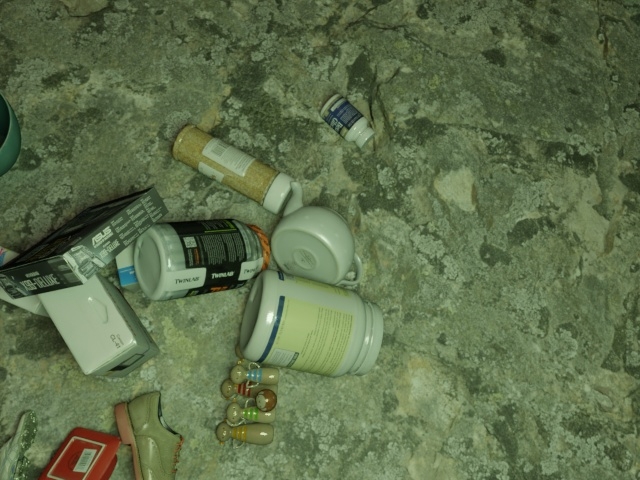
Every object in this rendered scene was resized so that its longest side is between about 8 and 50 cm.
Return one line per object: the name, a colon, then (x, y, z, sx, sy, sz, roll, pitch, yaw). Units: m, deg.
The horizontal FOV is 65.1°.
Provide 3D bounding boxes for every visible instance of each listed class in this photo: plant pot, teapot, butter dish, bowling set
plant pot: (-0.951, -0.270, 1.370, 0.289, 0.195, 0.291, 1, 75, -5)
teapot: (0.000, 0.000, 1.406, 0.252, 0.256, 0.187, 19, 43, 18)
butter dish: (-0.573, 0.566, 1.236, 0.159, 0.118, 0.160, 4, 43, 20)
bowling set: (-0.186, 0.384, 1.287, 0.154, 0.200, 0.287, 5, 71, -4)

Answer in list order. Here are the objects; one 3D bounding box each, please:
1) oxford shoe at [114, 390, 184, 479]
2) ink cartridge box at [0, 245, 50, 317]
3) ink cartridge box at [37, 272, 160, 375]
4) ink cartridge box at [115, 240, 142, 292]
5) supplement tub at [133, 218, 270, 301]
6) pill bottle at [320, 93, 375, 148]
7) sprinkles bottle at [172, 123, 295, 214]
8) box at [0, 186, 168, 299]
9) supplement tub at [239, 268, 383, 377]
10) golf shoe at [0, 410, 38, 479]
oxford shoe: (-0.397, 0.550, 1.255, 0.130, 0.123, 0.349, -23, 80, -17)
ink cartridge box: (-0.785, 0.094, 1.289, 0.278, 0.201, 0.117, 24, 75, 0)
ink cartridge box: (-0.529, 0.209, 1.232, 0.131, 0.306, 0.226, -34, 80, -14)
ink cartridge box: (-0.512, 0.017, 1.374, 0.077, 0.134, 0.231, -14, 78, -9)
supplement tub: (-0.300, 0.042, 1.306, 0.315, 0.193, 0.194, -6, 73, -42)
pill bottle: (0.088, -0.367, 1.563, 0.169, 0.094, 0.094, 44, 75, 6)
sprinkles bottle: (-0.252, -0.209, 1.470, 0.355, 0.121, 0.121, 29, 74, 2)
box: (-0.529, 0.001, 1.134, 0.077, 0.242, 0.307, 65, 31, -23)
supplement tub: (-0.025, 0.222, 1.303, 0.324, 0.235, 0.236, 16, 74, -16)
golf shoe: (-0.768, 0.514, 1.252, 0.085, 0.069, 0.176, 6, 74, 2)
